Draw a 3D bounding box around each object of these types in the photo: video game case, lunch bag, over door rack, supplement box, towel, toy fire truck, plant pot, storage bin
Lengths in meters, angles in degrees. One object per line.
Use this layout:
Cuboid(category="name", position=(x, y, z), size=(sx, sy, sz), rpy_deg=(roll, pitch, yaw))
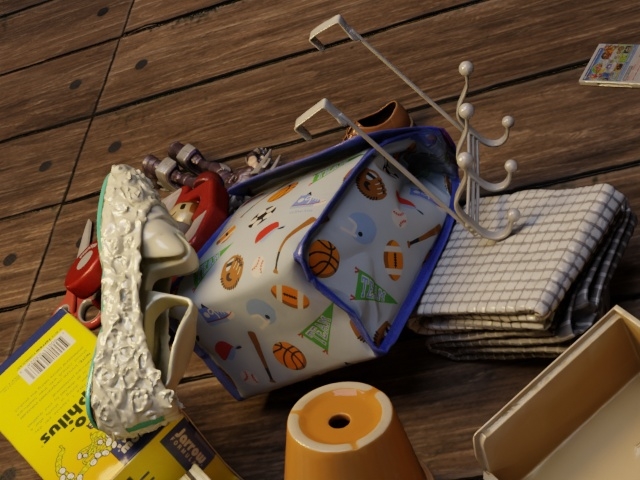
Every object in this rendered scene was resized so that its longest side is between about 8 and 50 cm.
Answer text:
Cuboid(category="video game case", position=(0.477, -0.275, 2.010), size=(0.122, 0.011, 0.087), rpy_deg=(9, 56, 39))
Cuboid(category="lunch bag", position=(0.000, 0.000, 1.833), size=(0.328, 0.239, 0.385), rpy_deg=(-20, 26, 45))
Cuboid(category="over door rack", position=(0.133, -0.165, 1.710), size=(0.108, 0.324, 0.239), rpy_deg=(-49, 20, 35))
Cuboid(category="supplement box", position=(-0.310, 0.283, 1.829), size=(0.195, 0.194, 0.356), rpy_deg=(-45, 41, -13))
Cuboid(category="towel", position=(0.273, 0.045, 1.712), size=(0.284, 0.121, 0.235), rpy_deg=(-7, 42, 52))
Cuboid(category="toy fire truck", position=(-0.251, 0.002, 2.045), size=(0.302, 0.169, 0.254), rpy_deg=(-30, 30, 41))
Cuboid(category="plant pot", position=(0.037, 0.283, 1.561), size=(0.205, 0.188, 0.205), rpy_deg=(-8, 32, 5))
Cuboid(category="storage bin", position=(0.352, 0.253, 1.478), size=(0.260, 0.123, 0.262), rpy_deg=(-40, 41, -8))

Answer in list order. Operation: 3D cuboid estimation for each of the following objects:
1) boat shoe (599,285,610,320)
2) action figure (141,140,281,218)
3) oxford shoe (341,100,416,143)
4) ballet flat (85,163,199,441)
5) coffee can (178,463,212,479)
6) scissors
Cuboid(category="boat shoe", position=(0.359, 0.088, 1.697), size=(0.040, 0.049, 0.142), rpy_deg=(-12, 47, 24))
Cuboid(category="action figure", position=(-0.173, -0.099, 2.206), size=(0.285, 0.099, 0.185), rpy_deg=(22, 57, 41))
Cuboid(category="oxford shoe", position=(0.055, -0.157, 2.124), size=(0.212, 0.076, 0.076), rpy_deg=(-39, 42, -4))
Cuboid(category="ballet flat", position=(-0.224, 0.075, 1.716), size=(0.147, 0.147, 0.408), rpy_deg=(-14, 58, 22))
Cuboid(category="coffee can", position=(-0.190, 0.443, 1.585), size=(0.275, 0.201, 0.201), rpy_deg=(-43, 41, -11))
Cuboid(category="scissors", position=(-0.436, 0.072, 2.260), size=(0.109, 0.021, 0.297), rpy_deg=(-29, 41, 8))
